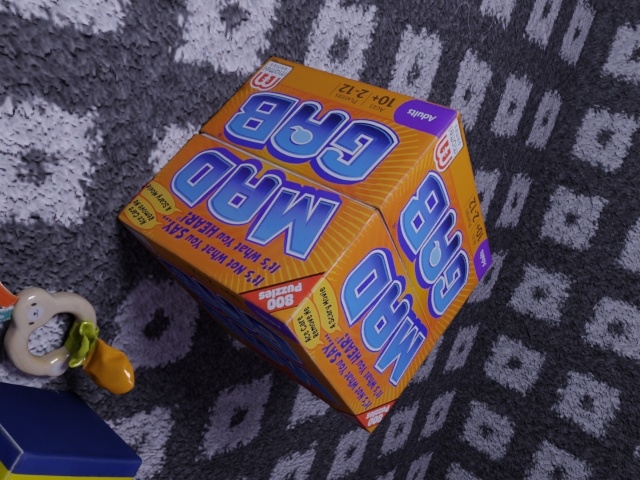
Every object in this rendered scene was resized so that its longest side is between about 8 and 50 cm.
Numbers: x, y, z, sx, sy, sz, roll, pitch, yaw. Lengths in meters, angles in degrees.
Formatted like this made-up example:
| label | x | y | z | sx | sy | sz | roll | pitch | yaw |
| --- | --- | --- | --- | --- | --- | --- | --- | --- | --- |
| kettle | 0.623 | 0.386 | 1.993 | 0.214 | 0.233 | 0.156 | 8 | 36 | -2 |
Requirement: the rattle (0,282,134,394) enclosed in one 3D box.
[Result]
| label | x | y | z | sx | sy | sz | roll | pitch | yaw |
| --- | --- | --- | --- | --- | --- | --- | --- | --- | --- |
| rattle | -0.351 | 0.129 | 0.826 | 0.130 | 0.143 | 0.200 | -32 | 143 | -10 |

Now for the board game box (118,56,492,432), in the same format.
| label | x | y | z | sx | sy | sz | roll | pitch | yaw |
| --- | --- | --- | --- | --- | --- | --- | --- | --- | --- |
| board game box | 0.000 | 0.000 | 0.987 | 0.356 | 0.356 | 0.357 | -50 | 142 | -17 |

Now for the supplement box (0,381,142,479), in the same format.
| label | x | y | z | sx | sy | sz | roll | pitch | yaw |
| --- | --- | --- | --- | --- | --- | --- | --- | --- | --- |
| supplement box | -0.435 | 0.386 | 0.826 | 0.194 | 0.195 | 0.357 | 34 | 83 | -54 |
